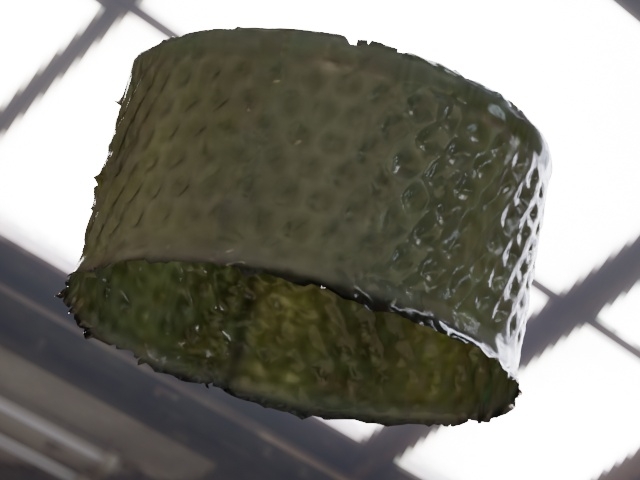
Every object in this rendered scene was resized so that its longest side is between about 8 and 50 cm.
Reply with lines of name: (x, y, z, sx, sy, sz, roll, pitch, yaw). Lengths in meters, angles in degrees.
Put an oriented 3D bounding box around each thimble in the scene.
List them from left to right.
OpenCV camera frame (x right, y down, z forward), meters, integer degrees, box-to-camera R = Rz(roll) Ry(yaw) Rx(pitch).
thimble: (0.000, 0.000, 1.113, 0.271, 0.271, 0.150, -12, -120, 51)
